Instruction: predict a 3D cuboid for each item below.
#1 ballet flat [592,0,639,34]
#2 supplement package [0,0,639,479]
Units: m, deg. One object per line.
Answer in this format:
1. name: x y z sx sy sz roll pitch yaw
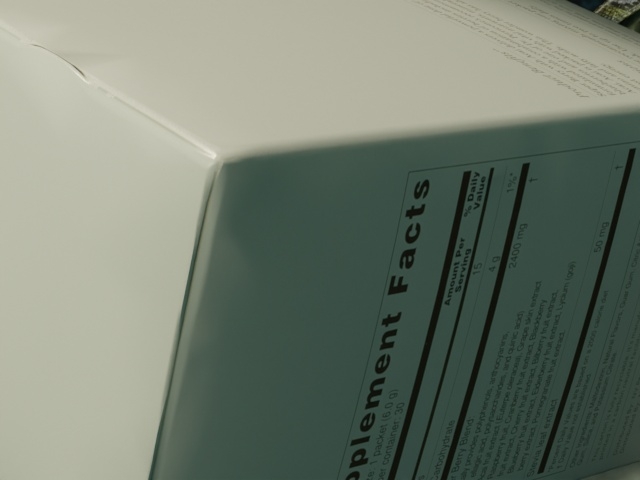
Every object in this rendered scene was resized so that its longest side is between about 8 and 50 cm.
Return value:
1. ballet flat: 0.131 -0.090 0.868 0.114 0.041 0.041 -40 58 29
2. supplement package: 0.000 0.000 0.770 0.177 0.293 0.175 33 119 40
